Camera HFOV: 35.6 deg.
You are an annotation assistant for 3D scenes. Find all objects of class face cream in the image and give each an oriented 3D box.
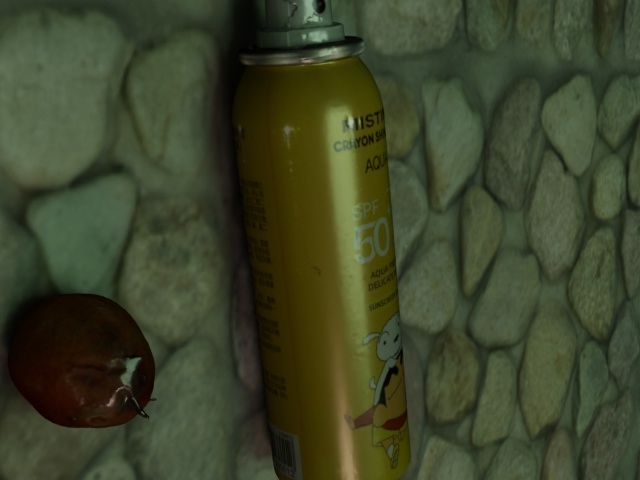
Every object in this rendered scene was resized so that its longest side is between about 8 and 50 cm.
[{"bbox_3d":[0.000,0.000,0.697,0.105,0.105,0.348,-20,111,-43],"label":"face cream"}]

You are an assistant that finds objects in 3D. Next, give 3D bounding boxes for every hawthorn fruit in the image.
[{"bbox_3d":[-0.130,0.072,0.577,0.081,0.093,0.081,-12,106,-47],"label":"hawthorn fruit"}]
